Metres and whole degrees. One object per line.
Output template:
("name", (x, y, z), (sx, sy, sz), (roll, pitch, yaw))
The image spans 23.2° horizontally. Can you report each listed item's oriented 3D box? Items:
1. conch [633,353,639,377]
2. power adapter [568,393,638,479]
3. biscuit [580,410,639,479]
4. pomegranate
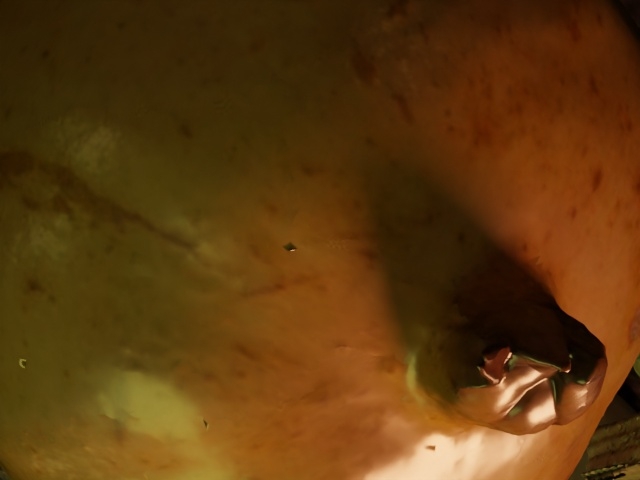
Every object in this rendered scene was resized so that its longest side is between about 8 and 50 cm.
("conch", (0.195, 0.058, 0.866), (0.180, 0.065, 0.088), (34, 156, -21))
("power adapter", (0.134, 0.175, 1.014), (0.255, 0.187, 0.124), (43, 161, -25))
("biscuit", (0.287, 0.143, 0.875), (0.250, 0.046, 0.147), (17, 161, -10))
("pomegranate", (0.000, 0.000, 0.653), (0.342, 0.342, 0.342), (26, 156, 12))
